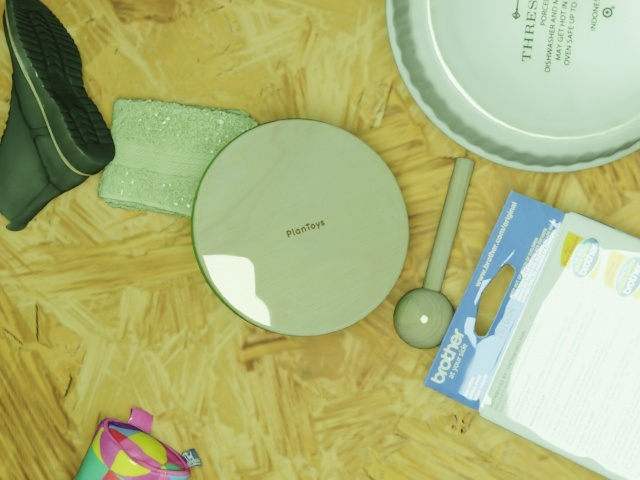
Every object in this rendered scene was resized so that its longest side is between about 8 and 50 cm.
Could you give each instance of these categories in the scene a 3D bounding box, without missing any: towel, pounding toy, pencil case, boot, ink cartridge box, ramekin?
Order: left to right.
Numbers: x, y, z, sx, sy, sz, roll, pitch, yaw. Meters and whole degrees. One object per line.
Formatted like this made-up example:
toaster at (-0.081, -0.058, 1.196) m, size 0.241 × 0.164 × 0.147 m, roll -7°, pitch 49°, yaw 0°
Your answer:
boot at (-0.286, -0.121, 1.175) m, size 0.137 × 0.077 × 0.198 m, roll -36°, pitch 65°, yaw 30°
pencil case at (-0.203, 0.274, 1.119) m, size 0.104 × 0.104 × 0.236 m, roll 31°, pitch 95°, yaw 16°
towel at (-0.132, -0.075, 1.143) m, size 0.148 × 0.027 × 0.110 m, roll 10°, pitch 90°, yaw 17°
pounding toy at (0.000, 0.000, 1.075) m, size 0.236 × 0.110 × 0.183 m, roll 10°, pitch 79°, yaw -11°
ramekin at (0.185, -0.183, 0.962) m, size 0.272 × 0.127 × 0.273 m, roll 0°, pitch 97°, yaw 3°
ink cartridge box at (0.260, 0.101, 0.996) m, size 0.311 × 0.065 × 0.186 m, roll 24°, pitch 94°, yaw 14°
